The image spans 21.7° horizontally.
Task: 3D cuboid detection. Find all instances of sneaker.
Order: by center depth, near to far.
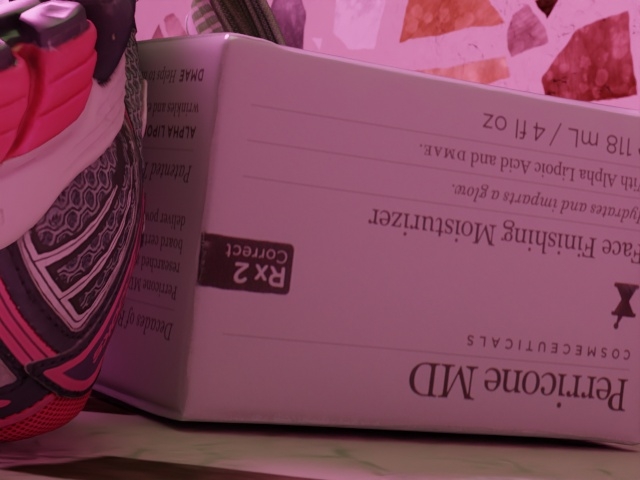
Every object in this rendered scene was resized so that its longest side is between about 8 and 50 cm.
[{"bbox_3d":[-0.111,-0.050,0.505,0.120,0.112,0.299,-5,24,-4],"label":"sneaker"}]

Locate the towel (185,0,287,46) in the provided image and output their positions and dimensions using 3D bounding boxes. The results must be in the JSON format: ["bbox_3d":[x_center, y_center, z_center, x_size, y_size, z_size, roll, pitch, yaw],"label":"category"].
[{"bbox_3d":[-0.024,-0.050,0.949,0.038,0.248,0.325,-23,1,-3],"label":"towel"}]

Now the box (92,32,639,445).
[{"bbox_3d":[0.000,0.000,0.606,0.181,0.119,0.182,6,1,-29],"label":"box"}]
